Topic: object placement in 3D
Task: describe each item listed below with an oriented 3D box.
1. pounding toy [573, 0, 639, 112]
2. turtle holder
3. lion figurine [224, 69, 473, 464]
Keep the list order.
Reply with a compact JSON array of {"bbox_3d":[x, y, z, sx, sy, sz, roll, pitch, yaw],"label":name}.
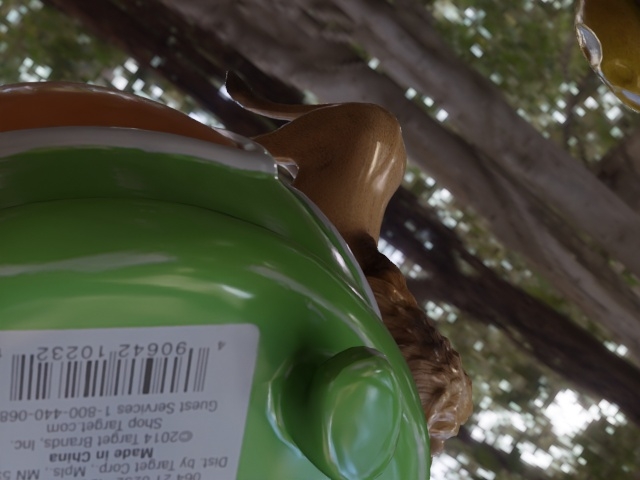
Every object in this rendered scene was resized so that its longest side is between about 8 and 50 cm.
[{"bbox_3d":[0.139,-0.051,0.468,0.110,0.183,0.237,-39,-174,16],"label":"pounding toy"},{"bbox_3d":[-0.083,0.089,0.568,0.243,0.320,0.227,-25,-143,-1],"label":"turtle holder"},{"bbox_3d":[0.000,0.000,1.158,0.240,0.142,0.392,-16,-125,29],"label":"lion figurine"}]
